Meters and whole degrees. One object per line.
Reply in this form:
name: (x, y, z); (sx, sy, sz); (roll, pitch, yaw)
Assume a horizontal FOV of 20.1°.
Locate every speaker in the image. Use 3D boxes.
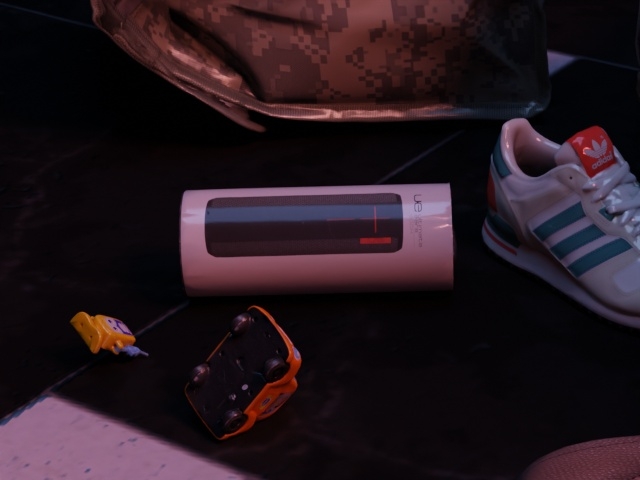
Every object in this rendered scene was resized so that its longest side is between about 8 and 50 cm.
speaker: (0.000, 0.000, 0.900); (0.136, 0.055, 0.055); (-1, 27, 3)

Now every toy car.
toy car: (-0.054, 0.044, 0.822); (0.122, 0.060, 0.040); (30, 10, 37)

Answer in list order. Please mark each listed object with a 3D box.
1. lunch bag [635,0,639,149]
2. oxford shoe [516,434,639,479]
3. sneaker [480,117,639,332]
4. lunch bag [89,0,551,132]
lunch bag: (0.303, -0.110, 0.863); (0.305, 0.256, 0.212); (17, 33, 34)
oxford shoe: (0.084, 0.141, 0.565); (0.363, 0.130, 0.132); (-14, 21, -39)
sneaker: (0.139, -0.012, 0.884); (0.057, 0.075, 0.161); (-22, 32, -32)
lunch bag: (-0.014, -0.179, 1.125); (0.287, 0.169, 0.235); (-2, 27, -8)
